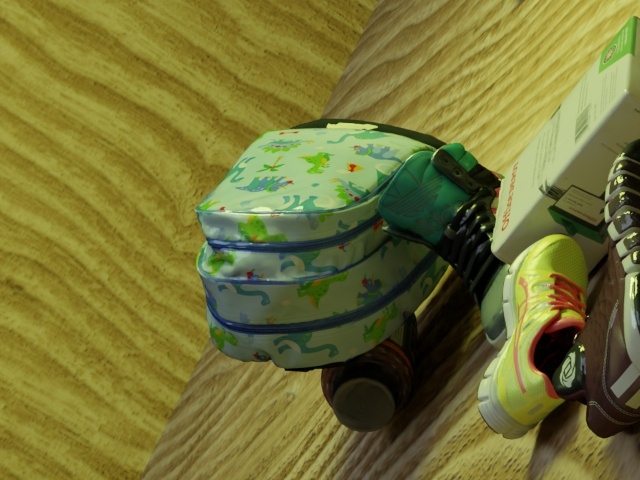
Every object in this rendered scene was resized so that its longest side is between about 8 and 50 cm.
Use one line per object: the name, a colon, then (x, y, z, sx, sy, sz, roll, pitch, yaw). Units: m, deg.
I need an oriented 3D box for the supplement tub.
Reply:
supplement tub: (0.055, 0.139, 2.245, 0.106, 0.106, 0.198, -55, 10, 25)

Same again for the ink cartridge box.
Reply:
ink cartridge box: (0.263, -0.078, 1.866, 0.219, 0.092, 0.160, -54, 10, 33)

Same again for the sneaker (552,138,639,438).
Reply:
sneaker: (0.239, 0.046, 1.584, 0.162, 0.106, 0.281, -56, 10, 37)

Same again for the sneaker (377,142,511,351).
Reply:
sneaker: (0.145, -0.006, 1.996, 0.124, 0.178, 0.295, -56, 10, 20)

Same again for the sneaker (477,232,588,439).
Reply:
sneaker: (0.209, 0.077, 1.752, 0.094, 0.081, 0.208, -36, 31, 51)

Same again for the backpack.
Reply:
backpack: (0.000, 0.000, 2.188, 0.273, 0.290, 0.355, 77, -148, -41)
